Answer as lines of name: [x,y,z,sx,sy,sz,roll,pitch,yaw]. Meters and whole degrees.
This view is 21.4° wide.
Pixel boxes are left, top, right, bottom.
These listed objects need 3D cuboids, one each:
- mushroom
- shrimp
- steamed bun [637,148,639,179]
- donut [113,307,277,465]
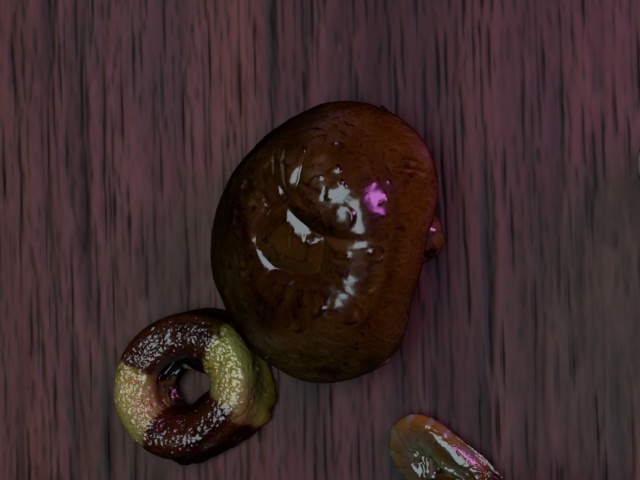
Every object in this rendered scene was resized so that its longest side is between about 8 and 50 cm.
mushroom: [-0.005,-0.001,1.365,0.194,0.138,0.231,6,90,16]
shrimp: [0.101,0.187,1.392,0.108,0.023,0.059,38,107,13]
steamed bun: [0.407,-0.027,1.214,0.320,0.206,0.275,14,65,48]
donut: [-0.109,0.123,1.433,0.140,0.059,0.140,-1,85,15]
